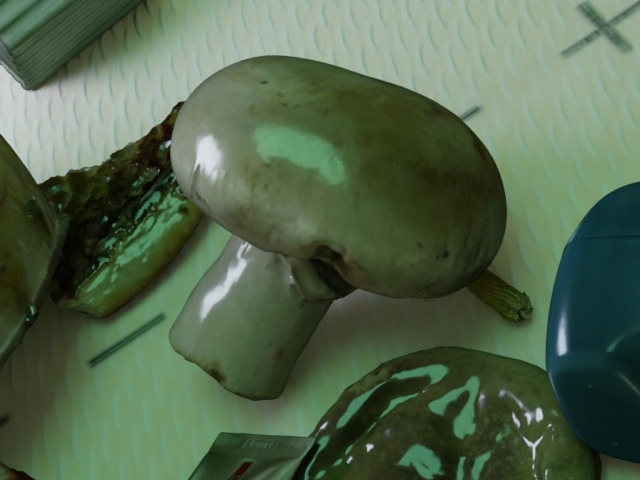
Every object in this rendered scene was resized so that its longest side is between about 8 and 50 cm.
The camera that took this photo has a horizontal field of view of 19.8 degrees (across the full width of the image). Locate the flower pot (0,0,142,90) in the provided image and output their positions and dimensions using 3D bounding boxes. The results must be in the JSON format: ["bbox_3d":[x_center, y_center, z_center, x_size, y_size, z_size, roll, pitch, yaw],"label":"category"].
[{"bbox_3d":[-0.310,-0.303,1.924,0.189,0.239,0.209,-42,19,-8],"label":"flower pot"}]

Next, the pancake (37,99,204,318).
[{"bbox_3d":[-0.208,-0.035,1.787,0.244,0.057,0.266,2,51,36],"label":"pancake"}]

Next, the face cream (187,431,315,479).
[{"bbox_3d":[-0.128,0.292,1.465,0.137,0.084,0.341,-6,44,53],"label":"face cream"}]

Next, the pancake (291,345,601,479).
[{"bbox_3d":[0.093,0.208,1.446,0.294,0.049,0.294,-11,52,15],"label":"pancake"}]

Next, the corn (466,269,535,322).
[{"bbox_3d":[0.152,0.045,1.561,0.028,0.027,0.083,-35,45,-17],"label":"corn"}]

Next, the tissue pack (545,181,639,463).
[{"bbox_3d":[0.322,0.057,1.357,0.287,0.198,0.206,4,58,28],"label":"tissue pack"}]

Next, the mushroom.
[{"bbox_3d":[0.000,0.000,1.544,0.292,0.292,0.290,29,102,38],"label":"mushroom"}]

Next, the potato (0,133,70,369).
[{"bbox_3d":[-0.475,0.009,1.614,0.385,0.319,0.442,-14,37,35],"label":"potato"}]

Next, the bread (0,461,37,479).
[{"bbox_3d":[-0.348,0.325,1.514,0.328,0.114,0.295,-25,48,3],"label":"bread"}]
